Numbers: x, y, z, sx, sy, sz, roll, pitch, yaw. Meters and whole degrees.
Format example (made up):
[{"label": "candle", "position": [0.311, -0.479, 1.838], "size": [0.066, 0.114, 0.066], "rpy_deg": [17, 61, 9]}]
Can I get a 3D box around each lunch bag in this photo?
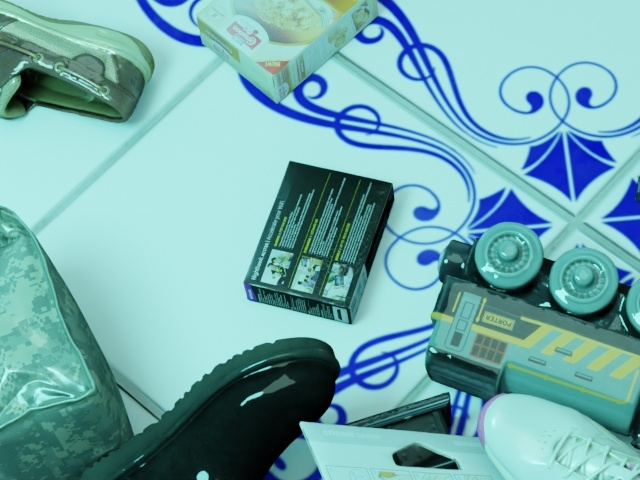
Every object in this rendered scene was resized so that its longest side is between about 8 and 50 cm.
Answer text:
[{"label": "lunch bag", "position": [-0.330, 0.122, 1.965], "size": [0.168, 0.235, 0.287], "rpy_deg": [-23, 61, -4]}]

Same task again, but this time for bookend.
[{"label": "bookend", "position": [0.091, 0.268, 1.935], "size": [0.156, 0.072, 0.157], "rpy_deg": [-16, 60, -4]}]

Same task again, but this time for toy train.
[{"label": "toy train", "position": [0.274, 0.109, 1.981], "size": [0.333, 0.142, 0.190], "rpy_deg": [19, 76, 13]}]

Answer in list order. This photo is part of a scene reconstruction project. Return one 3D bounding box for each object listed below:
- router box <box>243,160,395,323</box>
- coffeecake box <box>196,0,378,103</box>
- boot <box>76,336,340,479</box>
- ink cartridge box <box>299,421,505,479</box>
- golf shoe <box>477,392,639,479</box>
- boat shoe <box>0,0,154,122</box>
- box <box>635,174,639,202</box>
[{"label": "router box", "position": [0.000, 0.000, 2.113], "size": [0.133, 0.046, 0.179], "rpy_deg": [13, 62, 13]}, {"label": "coffeecake box", "position": [-0.041, -0.286, 2.269], "size": [0.142, 0.068, 0.185], "rpy_deg": [40, 71, 23]}, {"label": "boot", "position": [-0.082, 0.290, 1.874], "size": [0.348, 0.131, 0.260], "rpy_deg": [-38, 55, 13]}, {"label": "ink cartridge box", "position": [0.129, 0.309, 1.819], "size": [0.296, 0.066, 0.261], "rpy_deg": [9, 35, -34]}, {"label": "golf shoe", "position": [0.305, 0.248, 1.847], "size": [0.306, 0.140, 0.115], "rpy_deg": [33, 69, 2]}, {"label": "boat shoe", "position": [-0.386, -0.214, 2.236], "size": [0.342, 0.123, 0.123], "rpy_deg": [13, 61, 6]}, {"label": "box", "position": [0.423, -0.067, 2.106], "size": [0.083, 0.052, 0.062], "rpy_deg": [24, 67, 17]}]
